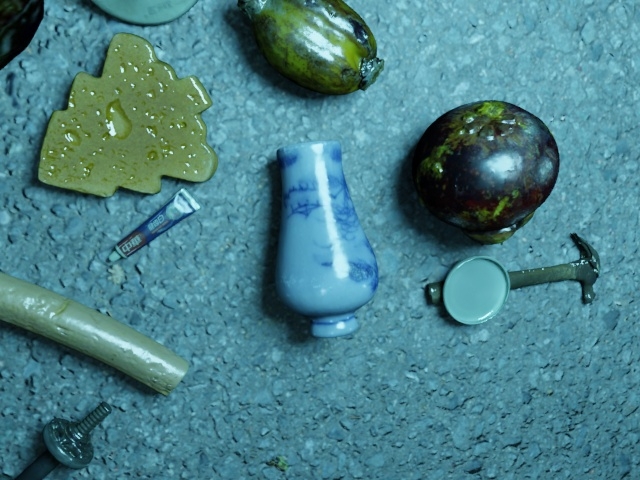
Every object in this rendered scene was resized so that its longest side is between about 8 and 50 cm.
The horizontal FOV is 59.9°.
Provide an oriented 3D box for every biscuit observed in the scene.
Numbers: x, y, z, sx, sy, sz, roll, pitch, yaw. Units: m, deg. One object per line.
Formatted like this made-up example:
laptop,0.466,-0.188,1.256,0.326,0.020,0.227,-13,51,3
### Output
biscuit,-0.253,-0.139,0.717,0.239,0.041,0.212,-30,110,-6

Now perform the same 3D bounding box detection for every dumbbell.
dumbbell,-0.379,0.308,0.741,0.254,0.081,0.081,-43,105,-3

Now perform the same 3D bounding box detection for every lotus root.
lotus root,-0.013,-0.260,0.713,0.209,0.120,0.120,29,92,-14

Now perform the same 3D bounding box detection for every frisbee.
frisbee,0.236,0.075,0.843,0.110,0.014,0.110,-3,105,-12

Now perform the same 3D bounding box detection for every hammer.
hammer,0.307,0.063,0.878,0.297,0.027,0.125,-9,101,-10

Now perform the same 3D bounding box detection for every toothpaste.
toothpaste,-0.228,-0.017,0.752,0.140,0.021,0.037,-39,106,-7

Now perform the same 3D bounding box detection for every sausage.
sausage,-0.320,0.118,0.734,0.301,0.066,0.066,30,92,-17

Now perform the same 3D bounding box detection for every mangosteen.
mangosteen,0.227,-0.081,0.773,0.192,0.192,0.217,-23,135,-8

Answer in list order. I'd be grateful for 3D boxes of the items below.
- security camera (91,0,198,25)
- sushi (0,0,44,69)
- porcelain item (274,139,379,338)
security camera,-0.229,-0.352,0.589,0.157,0.080,0.301,-21,143,5
sushi,-0.455,-0.301,0.505,0.299,0.294,0.281,34,100,-2
porcelain item,0.000,0.000,0.750,0.141,0.141,0.259,-10,93,-11
